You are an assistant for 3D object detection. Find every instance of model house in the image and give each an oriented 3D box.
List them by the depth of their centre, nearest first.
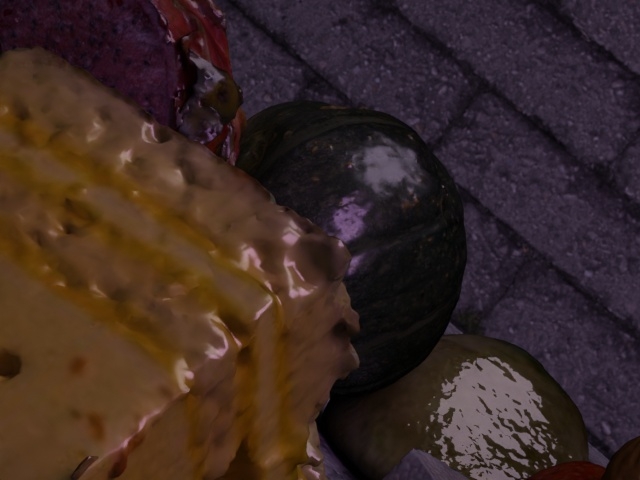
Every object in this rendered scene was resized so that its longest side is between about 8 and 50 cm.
[{"bbox_3d":[0.110,0.263,1.789,0.100,0.088,0.100,31,15,-40],"label":"model house"}]

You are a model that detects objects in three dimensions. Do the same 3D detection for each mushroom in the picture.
[{"bbox_3d":[0.166,0.213,1.971,0.292,0.212,0.217,46,0,0],"label":"mushroom"}]

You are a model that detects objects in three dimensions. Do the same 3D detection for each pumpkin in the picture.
[{"bbox_3d":[0.000,0.000,1.956,0.327,0.257,0.292,33,-43,55],"label":"pumpkin"}]

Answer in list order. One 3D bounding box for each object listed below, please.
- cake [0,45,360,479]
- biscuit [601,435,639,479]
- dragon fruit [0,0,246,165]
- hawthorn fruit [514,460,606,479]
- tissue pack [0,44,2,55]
[{"bbox_3d":[-0.152,0.098,0.893,0.227,0.286,0.222,32,-34,28],"label":"cake"},{"bbox_3d":[0.330,0.371,1.539,0.394,0.076,0.368,43,45,-22],"label":"biscuit"},{"bbox_3d":[-0.186,-0.110,1.757,0.314,0.296,0.263,44,13,23],"label":"dragon fruit"},{"bbox_3d":[0.227,0.318,1.662,0.253,0.205,0.205,55,8,-1],"label":"hawthorn fruit"},{"bbox_3d":[-0.322,-0.059,1.223,0.198,0.210,0.370,28,12,-18],"label":"tissue pack"}]
